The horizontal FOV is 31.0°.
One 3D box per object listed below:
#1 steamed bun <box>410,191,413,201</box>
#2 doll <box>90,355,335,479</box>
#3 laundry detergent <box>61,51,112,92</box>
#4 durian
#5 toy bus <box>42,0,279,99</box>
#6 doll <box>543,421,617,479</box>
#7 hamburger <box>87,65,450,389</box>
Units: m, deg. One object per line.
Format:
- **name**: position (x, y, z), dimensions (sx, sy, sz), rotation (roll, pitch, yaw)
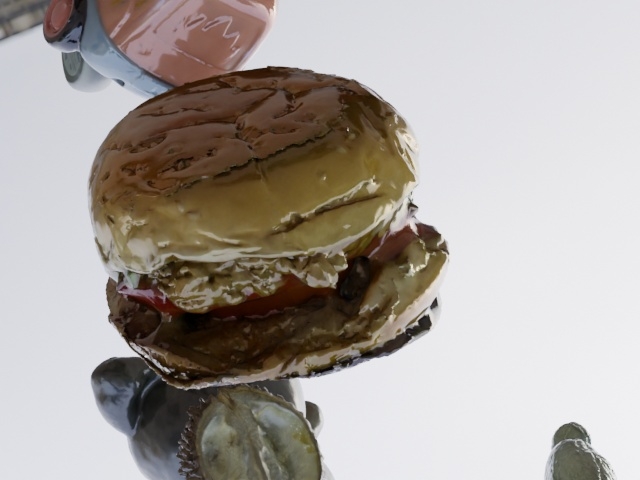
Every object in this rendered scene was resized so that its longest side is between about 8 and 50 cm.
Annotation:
- **steamed bun**: position (-0.001, 0.001, 1.123), dimensions (0.211, 0.144, 0.218), rotation (-34, -169, -36)
- **doll**: position (-0.065, 0.246, 1.353), dimensions (0.378, 0.382, 0.252), rotation (-2, -144, 51)
- **laundry detergent**: position (-0.266, -0.261, 1.376), dimensions (0.063, 0.137, 0.211), rotation (2, 170, -20)
- **durian**: position (-0.074, 0.232, 1.113), dimensions (0.148, 0.188, 0.091), rotation (-10, 162, -42)
- **toy bus**: position (-0.143, -0.283, 1.149), dimensions (0.232, 0.194, 0.287), rotation (-34, -129, 36)
- **doll**: position (0.262, 0.261, 1.176), dimensions (0.071, 0.103, 0.214), rotation (12, -160, -5)
- **hamburger**: position (-0.040, -0.015, 0.752), dimensions (0.244, 0.163, 0.244), rotation (-5, -160, 2)
